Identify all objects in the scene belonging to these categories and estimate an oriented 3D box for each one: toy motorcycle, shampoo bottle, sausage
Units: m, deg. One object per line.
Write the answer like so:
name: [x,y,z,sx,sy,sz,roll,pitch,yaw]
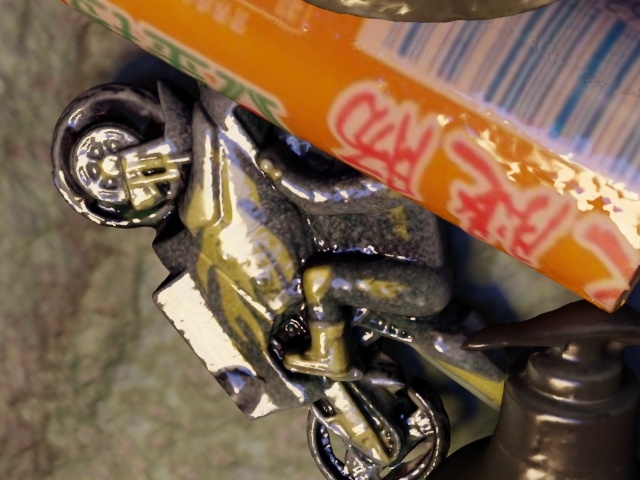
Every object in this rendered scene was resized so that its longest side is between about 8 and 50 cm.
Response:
toy motorcycle: [0.000,0.000,0.590,0.124,0.061,0.193,-41,95,18]
shampoo bottle: [0.073,0.144,0.578,0.101,0.101,0.284,11,120,13]
sausage: [-0.018,-0.091,0.529,0.312,0.093,0.093,30,116,14]

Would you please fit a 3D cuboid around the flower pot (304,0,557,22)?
flower pot: [0.031,-0.158,0.379,0.269,0.166,0.269,13,142,11]
